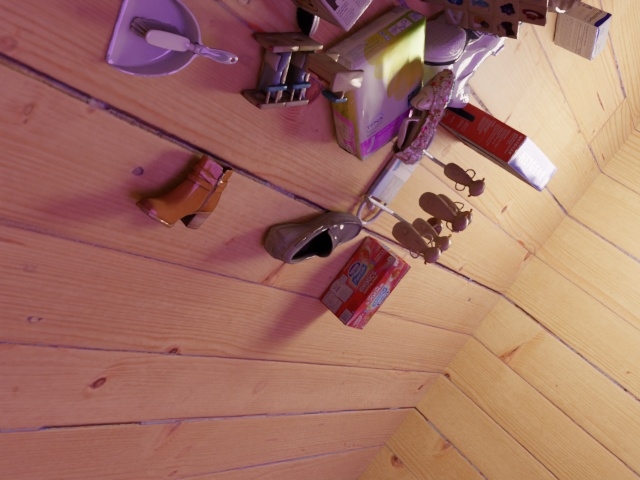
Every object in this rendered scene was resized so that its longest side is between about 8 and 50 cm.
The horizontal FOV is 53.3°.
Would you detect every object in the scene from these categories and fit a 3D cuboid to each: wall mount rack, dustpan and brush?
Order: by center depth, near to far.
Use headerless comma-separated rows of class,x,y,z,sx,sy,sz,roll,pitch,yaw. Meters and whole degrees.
dustpan and brush,-0.231,-0.328,1.057,0.211,0.060,0.147,-3,127,-49
wall mount rack,0.222,-0.168,1.725,0.350,0.130,0.304,-55,148,9

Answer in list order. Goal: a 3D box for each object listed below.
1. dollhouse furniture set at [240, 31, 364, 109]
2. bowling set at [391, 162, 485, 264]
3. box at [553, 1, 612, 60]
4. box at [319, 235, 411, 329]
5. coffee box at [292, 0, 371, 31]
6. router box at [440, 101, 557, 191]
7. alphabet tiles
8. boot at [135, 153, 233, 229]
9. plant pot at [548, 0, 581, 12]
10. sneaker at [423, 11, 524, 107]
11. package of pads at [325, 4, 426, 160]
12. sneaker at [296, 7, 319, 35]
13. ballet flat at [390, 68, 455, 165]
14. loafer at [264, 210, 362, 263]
dollhouse furniture set,-0.039,-0.298,1.209,0.128,0.183,0.129,-17,137,-40
bowling set,0.351,-0.053,1.763,0.287,0.154,0.200,-50,152,1
box,0.779,-0.629,1.900,0.072,0.137,0.126,-41,148,-14
box,0.137,0.131,1.946,0.257,0.128,0.122,-53,148,7
coffee box,-0.047,-0.478,0.978,0.119,0.168,0.297,-51,140,5
router box,0.463,-0.276,1.740,0.082,0.301,0.335,-56,147,12
alphabet tiles,0.323,-0.543,1.290,0.011,0.285,0.342,-63,157,-16
boot,-0.264,-0.103,1.257,0.152,0.073,0.197,-54,160,12
plant pot,0.440,-0.628,1.351,0.323,0.280,0.323,-32,145,-27
sneaker,0.363,-0.465,1.578,0.365,0.137,0.210,-29,145,-21
package of pads,0.127,-0.347,1.442,0.229,0.101,0.297,-37,147,-20
sneaker,0.006,-0.466,1.203,0.075,0.057,0.161,-16,134,-33
ballet flat,0.234,-0.285,1.476,0.077,0.091,0.241,8,115,-29
loafer,0.000,0.000,1.650,0.319,0.111,0.112,-16,137,-41
